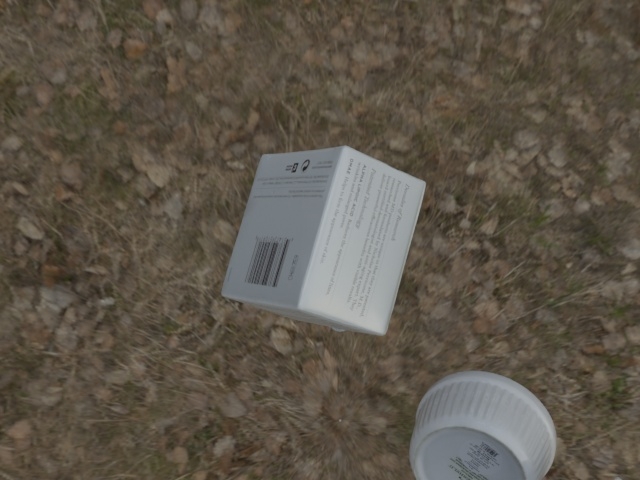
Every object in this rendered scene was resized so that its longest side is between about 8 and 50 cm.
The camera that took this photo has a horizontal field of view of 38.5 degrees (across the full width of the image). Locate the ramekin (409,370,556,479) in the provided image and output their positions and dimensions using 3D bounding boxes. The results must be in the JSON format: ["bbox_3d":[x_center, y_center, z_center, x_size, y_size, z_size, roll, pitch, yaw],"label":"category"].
[{"bbox_3d":[0.224,0.301,1.312,0.207,0.109,0.207,11,118,20],"label":"ramekin"}]

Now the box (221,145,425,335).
[{"bbox_3d":[0.000,0.000,1.029,0.119,0.181,0.182,21,80,-32],"label":"box"}]

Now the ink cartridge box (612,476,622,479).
[{"bbox_3d":[0.384,0.415,1.112,0.353,0.207,0.119,33,114,35],"label":"ink cartridge box"}]
